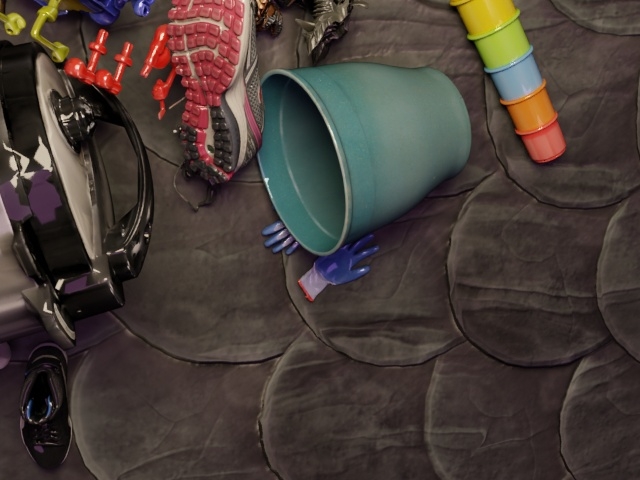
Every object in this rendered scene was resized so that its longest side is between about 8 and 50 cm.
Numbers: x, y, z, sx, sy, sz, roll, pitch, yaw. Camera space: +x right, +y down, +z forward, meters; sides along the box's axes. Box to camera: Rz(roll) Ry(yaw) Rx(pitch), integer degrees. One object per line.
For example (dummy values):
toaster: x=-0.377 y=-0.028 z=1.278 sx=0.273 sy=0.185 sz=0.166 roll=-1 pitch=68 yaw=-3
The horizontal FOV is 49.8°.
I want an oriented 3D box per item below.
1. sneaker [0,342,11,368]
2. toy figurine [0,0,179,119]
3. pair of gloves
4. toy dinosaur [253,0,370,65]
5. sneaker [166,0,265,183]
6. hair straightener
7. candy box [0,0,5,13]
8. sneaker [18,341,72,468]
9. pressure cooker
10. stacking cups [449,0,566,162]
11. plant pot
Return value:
sneaker: x=-0.579 y=0.168 z=1.039 sx=0.212 sy=0.080 sz=0.094 roll=18 pitch=111 yaw=-11
toy figurine: x=-0.335 y=-0.307 z=0.850 sx=0.217 sy=0.362 sz=0.191 roll=19 pitch=91 yaw=21
pair of gloves: x=0.000 y=0.000 z=1.163 sx=0.159 sy=0.023 sz=0.198 roll=-37 pitch=111 yaw=-3
toy dinosaur: x=-0.050 y=-0.374 z=0.985 sx=0.218 sy=0.164 sz=0.322 roll=46 pitch=120 yaw=-3
sneaker: x=-0.133 y=-0.231 z=0.949 sx=0.121 sy=0.112 sz=0.299 roll=25 pitch=130 yaw=21
hair straightener: x=-0.185 y=-0.157 z=1.068 sx=0.089 sy=0.047 sz=0.230 roll=9 pitch=106 yaw=-16
candy box: x=-0.516 y=-0.377 z=0.915 sx=0.187 sy=0.053 sz=0.109 roll=8 pitch=102 yaw=-18
sneaker: x=-0.434 y=0.279 z=1.071 sx=0.079 sy=0.121 sz=0.217 roll=0 pitch=104 yaw=-13
pressure cooker: x=-0.421 y=-0.046 z=0.856 sx=0.420 sy=0.375 sz=0.370 roll=-17 pitch=105 yaw=-9
stacking cups: x=0.324 y=-0.273 z=1.134 sx=0.096 sy=0.096 sz=0.316 roll=-34 pitch=109 yaw=-4
plant pot: x=0.071 y=-0.146 z=1.030 sx=0.255 sy=0.271 sz=0.271 roll=-21 pitch=109 yaw=-25
